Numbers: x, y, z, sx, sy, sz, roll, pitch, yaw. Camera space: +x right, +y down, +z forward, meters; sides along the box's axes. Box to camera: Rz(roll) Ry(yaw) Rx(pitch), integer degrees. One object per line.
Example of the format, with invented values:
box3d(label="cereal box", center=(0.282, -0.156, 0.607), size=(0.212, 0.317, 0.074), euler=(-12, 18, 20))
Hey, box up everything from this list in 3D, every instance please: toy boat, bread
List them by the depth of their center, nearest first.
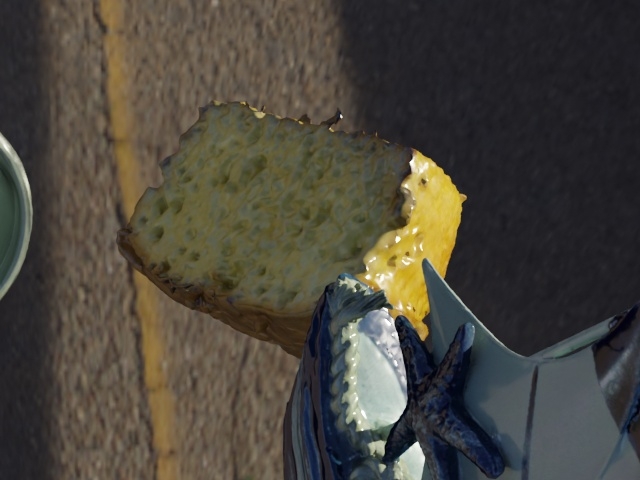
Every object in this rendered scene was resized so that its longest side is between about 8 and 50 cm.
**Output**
box3d(label="toy boat", center=(0.068, 0.082, 0.794), size=(0.070, 0.291, 0.210), euler=(-14, 56, -37))
box3d(label="bread", center=(0.000, 0.000, 1.059), size=(0.139, 0.229, 0.143), euler=(29, 84, -40))

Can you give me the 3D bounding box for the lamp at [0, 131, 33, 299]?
box3d(label="lamp", center=(-0.248, -0.048, 0.955), size=(0.172, 0.227, 0.147), euler=(20, 105, -29))
